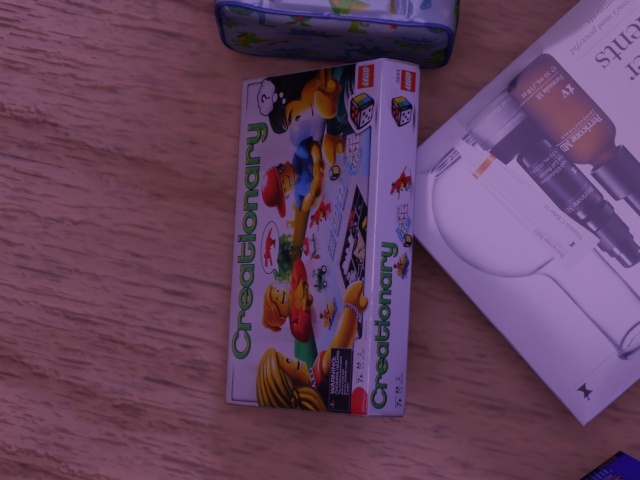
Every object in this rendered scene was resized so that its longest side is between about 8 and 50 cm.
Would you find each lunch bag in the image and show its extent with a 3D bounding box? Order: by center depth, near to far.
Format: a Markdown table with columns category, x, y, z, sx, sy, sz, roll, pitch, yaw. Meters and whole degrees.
| category | x | y | z | sx | sy | sz | roll | pitch | yaw |
| --- | --- | --- | --- | --- | --- | --- | --- | --- | --- |
| lunch bag | 0.015 | -0.212 | 1.441 | 0.219 | 0.176 | 0.090 | 6 | 81 | 3 |

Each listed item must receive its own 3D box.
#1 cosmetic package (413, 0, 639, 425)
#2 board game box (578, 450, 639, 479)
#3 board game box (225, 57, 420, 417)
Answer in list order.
| category | x | y | z | sx | sy | sz | roll | pitch | yaw |
| --- | --- | --- | --- | --- | --- | --- | --- | --- | --- |
| cosmetic package | 0.280 | -0.066 | 1.427 | 0.377 | 0.097 | 0.284 | -43 | 86 | 7 |
| board game box | 0.298 | 0.294 | 1.290 | 0.078 | 0.347 | 0.233 | -36 | 83 | 1 |
| board game box | 0.000 | 0.000 | 1.428 | 0.193 | 0.053 | 0.305 | -3 | 83 | 49 |
